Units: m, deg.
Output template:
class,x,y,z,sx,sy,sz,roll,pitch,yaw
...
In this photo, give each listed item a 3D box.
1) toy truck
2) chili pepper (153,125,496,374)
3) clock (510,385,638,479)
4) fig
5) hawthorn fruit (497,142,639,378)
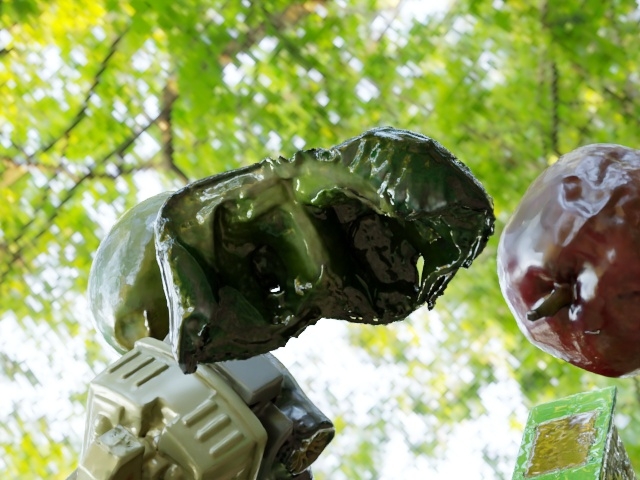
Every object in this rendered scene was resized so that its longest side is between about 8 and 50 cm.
class,x,y,z,sx,sy,sz,roll,pitch,yaw
toy truck,-0.149,0.266,1.541,0.254,0.180,0.405,-26,-34,-41
chili pepper,0.005,0.000,1.266,0.264,0.148,0.116,-20,-11,7
clock,0.313,0.333,1.840,0.106,0.220,0.255,-17,-72,22
fig,-0.157,0.049,1.696,0.181,0.191,0.181,7,-59,12
hawthorn fruit,0.270,0.037,1.604,0.266,0.230,0.210,-35,-11,-45
